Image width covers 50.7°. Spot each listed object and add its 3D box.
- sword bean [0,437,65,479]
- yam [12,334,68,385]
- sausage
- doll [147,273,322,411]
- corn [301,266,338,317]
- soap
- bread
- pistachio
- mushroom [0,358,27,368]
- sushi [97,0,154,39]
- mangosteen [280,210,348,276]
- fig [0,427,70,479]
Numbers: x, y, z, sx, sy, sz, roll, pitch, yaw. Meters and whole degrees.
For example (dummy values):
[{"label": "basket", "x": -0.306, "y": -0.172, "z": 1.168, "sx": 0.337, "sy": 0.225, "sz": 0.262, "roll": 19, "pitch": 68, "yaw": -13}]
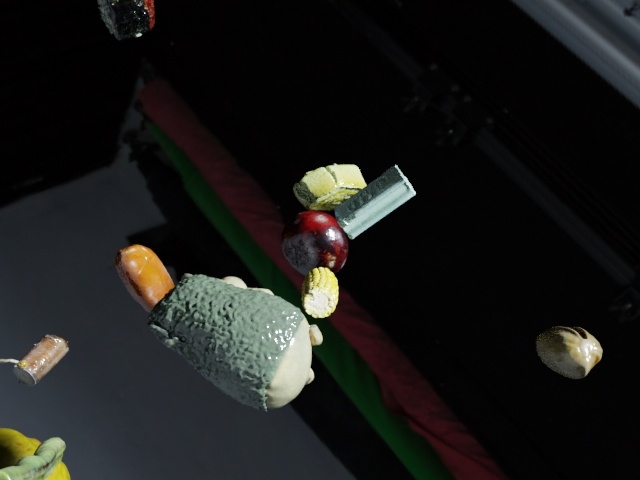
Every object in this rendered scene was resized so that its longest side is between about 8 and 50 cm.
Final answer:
[{"label": "sword bean", "x": -0.323, "y": 0.255, "z": 0.751, "sx": 0.269, "sy": 0.038, "sz": 0.043, "roll": 142, "pitch": -47, "yaw": -76}, {"label": "yam", "x": -0.729, "y": 0.310, "z": 1.760, "sx": 0.079, "sy": 0.141, "sz": 0.079, "roll": 10, "pitch": -55, "yaw": 15}, {"label": "sausage", "x": -0.496, "y": 0.115, "z": 1.938, "sx": 0.133, "sy": 0.133, "sz": 0.258, "roll": 30, "pitch": -31, "yaw": 41}, {"label": "doll", "x": -0.174, "y": 0.190, "z": 1.384, "sx": 0.350, "sy": 0.247, "sz": 0.247, "roll": 20, "pitch": -44, "yaw": 15}, {"label": "corn", "x": -0.002, "y": 0.131, "z": 1.682, "sx": 0.244, "sy": 0.093, "sz": 0.093, "roll": -82, "pitch": 148, "yaw": -79}, {"label": "soap", "x": 0.132, "y": -0.098, "z": 1.690, "sx": 0.063, "sy": 0.198, "sz": 0.114, "roll": 50, "pitch": 11, "yaw": -22}, {"label": "bread", "x": 0.030, "y": -0.180, "z": 2.266, "sx": 0.186, "sy": 0.257, "sz": 0.124, "roll": -34, "pitch": -109, "yaw": 39}, {"label": "pistachio", "x": 0.643, "y": 0.288, "z": 1.759, "sx": 0.206, "sy": 0.130, "sz": 0.131, "roll": 171, "pitch": -71, "yaw": -80}, {"label": "mushroom", "x": -0.774, "y": 0.277, "z": 1.532, "sx": 0.286, "sy": 0.026, "sz": 0.028, "roll": -3, "pitch": -74, "yaw": 22}, {"label": "sushi", "x": -0.495, "y": -0.617, "z": 1.680, "sx": 0.136, "sy": 0.126, "sz": 0.225, "roll": 51, "pitch": -30, "yaw": 34}, {"label": "mangosteen", "x": 0.000, "y": 0.000, "z": 2.250, "sx": 0.236, "sy": 0.261, "sz": 0.235, "roll": 23, "pitch": -50, "yaw": 31}, {"label": "fig", "x": -0.864, "y": 0.692, "z": 1.813, "sx": 0.343, "sy": 0.343, "sz": 0.343, "roll": 36, "pitch": -38, "yaw": 35}]
